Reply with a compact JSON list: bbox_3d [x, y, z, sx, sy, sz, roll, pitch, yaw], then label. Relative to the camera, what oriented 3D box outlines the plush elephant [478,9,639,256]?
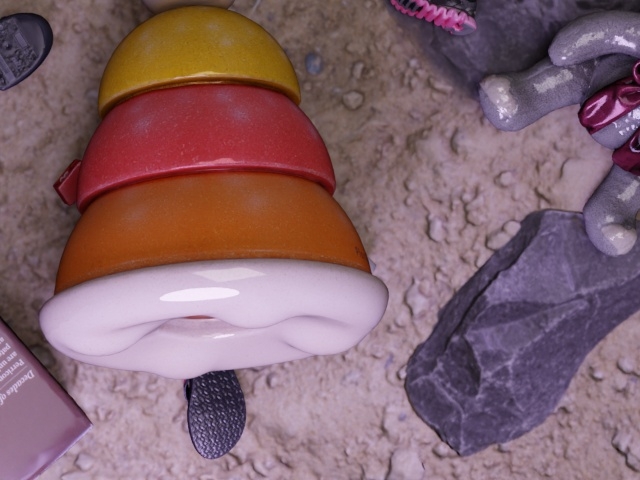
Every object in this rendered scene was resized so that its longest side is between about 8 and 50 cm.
[{"bbox_3d":[0.401,-0.157,1.963,0.330,0.255,0.272,-37,102,-11],"label":"plush elephant"}]

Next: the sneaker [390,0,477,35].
[{"bbox_3d":[0.130,-0.282,1.995,0.119,0.047,0.057,23,72,-19],"label":"sneaker"}]

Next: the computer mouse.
[{"bbox_3d":[-0.393,-0.167,1.858,0.242,0.041,0.071,-30,92,-5],"label":"computer mouse"}]

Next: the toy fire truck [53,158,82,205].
[{"bbox_3d":[-0.181,-0.070,1.912,0.192,0.047,0.135,-39,103,-10],"label":"toy fire truck"}]

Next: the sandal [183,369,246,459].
[{"bbox_3d":[-0.125,0.156,1.950,0.067,0.040,0.179,-4,80,-21],"label":"sandal"}]

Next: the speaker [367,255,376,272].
[{"bbox_3d":[0.000,0.000,1.964,0.055,0.055,0.136,-46,104,-9],"label":"speaker"}]

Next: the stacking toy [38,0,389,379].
[{"bbox_3d":[-0.121,-0.116,1.793,0.350,0.350,0.480,0,74,-16],"label":"stacking toy"}]

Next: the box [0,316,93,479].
[{"bbox_3d":[-0.413,0.082,1.782,0.143,0.191,0.381,-40,103,-10],"label":"box"}]
